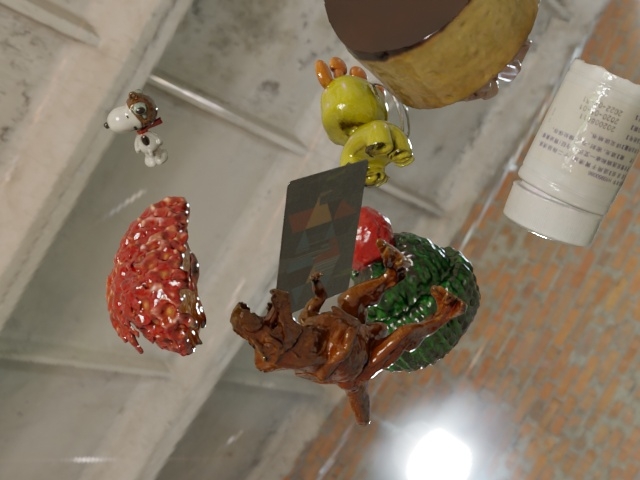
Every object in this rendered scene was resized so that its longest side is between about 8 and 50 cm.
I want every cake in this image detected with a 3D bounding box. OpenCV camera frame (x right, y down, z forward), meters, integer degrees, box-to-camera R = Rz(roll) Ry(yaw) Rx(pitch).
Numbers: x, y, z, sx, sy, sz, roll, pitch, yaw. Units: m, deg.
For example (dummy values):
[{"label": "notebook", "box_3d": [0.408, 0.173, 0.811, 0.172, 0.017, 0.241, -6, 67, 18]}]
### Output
[{"label": "cake", "box_3d": [0.130, -0.221, 0.922, 0.185, 0.207, 0.178, -42, -38, 14]}]

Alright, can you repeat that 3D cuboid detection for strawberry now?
[{"label": "strawberry", "box_3d": [-0.134, 0.030, 0.733, 0.082, 0.188, 0.121, -5, -81, -5]}]

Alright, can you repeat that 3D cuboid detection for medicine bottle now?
[{"label": "medicine bottle", "box_3d": [0.502, -0.163, 1.773, 0.190, 0.190, 0.332, 6, -67, -50]}]

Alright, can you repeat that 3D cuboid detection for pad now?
[{"label": "pad", "box_3d": [0.000, 0.000, 1.226, 0.143, 0.003, 0.211, -20, -51, -37]}]

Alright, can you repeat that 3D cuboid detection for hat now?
[{"label": "hat", "box_3d": [0.152, 0.067, 1.773, 0.332, 0.242, 0.274, 60, -137, -27]}]

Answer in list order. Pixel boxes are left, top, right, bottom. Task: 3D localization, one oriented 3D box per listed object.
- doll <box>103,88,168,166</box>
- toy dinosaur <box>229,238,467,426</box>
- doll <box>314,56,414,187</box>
[{"label": "doll", "box_3d": [-0.183, -0.115, 0.958, 0.058, 0.040, 0.085, -32, -52, 17]}, {"label": "toy dinosaur", "box_3d": [0.058, 0.111, 1.024, 0.208, 0.097, 0.432, -43, -34, 3]}, {"label": "doll", "box_3d": [0.060, -0.194, 1.413, 0.143, 0.221, 0.135, 16, -41, -34]}]
